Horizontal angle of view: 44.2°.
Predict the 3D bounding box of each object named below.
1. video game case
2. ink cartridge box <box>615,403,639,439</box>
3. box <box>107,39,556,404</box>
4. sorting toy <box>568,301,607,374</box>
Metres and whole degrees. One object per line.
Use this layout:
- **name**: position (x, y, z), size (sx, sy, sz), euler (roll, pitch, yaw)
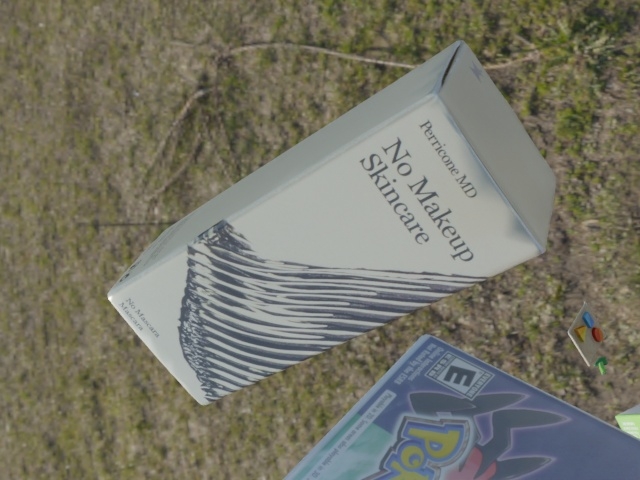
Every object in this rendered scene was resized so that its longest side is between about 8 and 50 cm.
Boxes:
- **video game case**: position (0.053, 0.136, 0.285), size (0.183, 0.201, 0.023), euler (25, 140, 36)
- **ink cartridge box**: position (0.536, 0.336, 1.045), size (0.198, 0.114, 0.273), euler (92, 154, -77)
- **box**: position (0.000, 0.000, 0.502), size (0.275, 0.094, 0.113), euler (-30, 106, 33)
- **sorting toy**: position (0.340, 0.125, 0.979), size (0.012, 0.062, 0.083), euler (-13, 120, 49)
